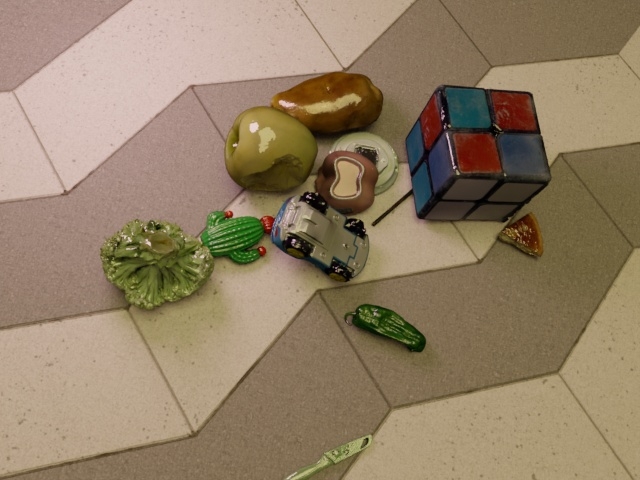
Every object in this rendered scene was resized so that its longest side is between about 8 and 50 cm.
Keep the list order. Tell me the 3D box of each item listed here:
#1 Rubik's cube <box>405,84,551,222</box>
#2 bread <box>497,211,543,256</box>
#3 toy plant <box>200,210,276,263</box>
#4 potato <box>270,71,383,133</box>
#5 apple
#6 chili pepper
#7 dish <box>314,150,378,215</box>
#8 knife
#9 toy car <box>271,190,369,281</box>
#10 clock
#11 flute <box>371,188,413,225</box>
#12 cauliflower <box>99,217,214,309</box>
[{"bbox_3d":[0.466,-0.254,1.857,0.313,0.316,0.318,1,67,-12],"label":"Rubik's cube"},{"bbox_3d":[0.654,-0.033,1.948,0.154,0.054,0.136,28,69,-4],"label":"bread"},{"bbox_3d":[-0.232,-0.008,1.787,0.240,0.088,0.155,7,80,-18],"label":"toy plant"},{"bbox_3d":[0.026,-0.443,1.956,0.369,0.176,0.195,-11,99,-9],"label":"potato"},{"bbox_3d":[-0.155,-0.267,1.801,0.279,0.279,0.279,3,69,-8],"label":"apple"},{"bbox_3d":[0.193,0.250,1.757,0.257,0.074,0.100,23,67,-1],"label":"chili pepper"},{"bbox_3d":[0.079,-0.182,1.863,0.213,0.090,0.213,0,85,1],"label":"dish"},{"bbox_3d":[0.012,0.592,1.628,0.293,0.020,0.043,-20,72,-16],"label":"knife"},{"bbox_3d":[0.000,0.000,1.783,0.314,0.166,0.198,30,67,-28],"label":"toy car"},{"bbox_3d":[0.142,-0.258,1.955,0.236,0.053,0.236,3,68,-7],"label":"clock"},{"bbox_3d":[0.258,-0.129,1.944,0.269,0.014,0.014,-40,80,-20],"label":"flute"},{"bbox_3d":[-0.448,0.039,1.644,0.275,0.250,0.272,-30,78,-23],"label":"cauliflower"}]
